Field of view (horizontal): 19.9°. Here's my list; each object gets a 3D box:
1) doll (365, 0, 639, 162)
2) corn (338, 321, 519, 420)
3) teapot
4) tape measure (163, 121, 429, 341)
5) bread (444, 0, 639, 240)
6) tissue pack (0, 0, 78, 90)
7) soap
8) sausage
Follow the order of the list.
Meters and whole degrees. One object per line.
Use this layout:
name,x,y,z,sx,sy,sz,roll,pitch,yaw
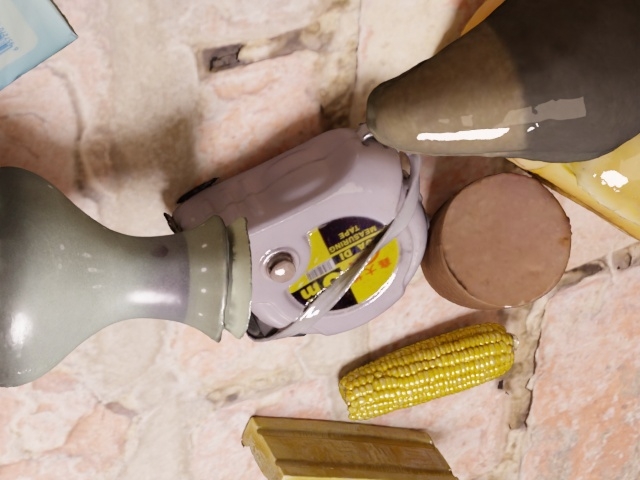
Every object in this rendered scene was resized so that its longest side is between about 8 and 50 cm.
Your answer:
doll,0.070,-0.236,1.368,0.382,0.379,0.252,-16,151,-15
corn,0.116,0.138,1.934,0.206,0.067,0.067,-18,135,-15
teapot,-0.188,0.031,1.533,0.251,0.183,0.183,1,128,-14
tape measure,0.000,0.000,1.697,0.236,0.120,0.197,-27,131,-2
bread,0.284,-0.124,1.680,0.315,0.270,0.211,25,98,-36
tissue pack,-0.339,-0.151,1.374,0.263,0.089,0.177,-33,136,0
soap,0.037,0.237,1.952,0.252,0.092,0.037,8,124,-37
sausage,0.161,0.007,1.733,0.123,0.123,0.253,-33,177,-3
